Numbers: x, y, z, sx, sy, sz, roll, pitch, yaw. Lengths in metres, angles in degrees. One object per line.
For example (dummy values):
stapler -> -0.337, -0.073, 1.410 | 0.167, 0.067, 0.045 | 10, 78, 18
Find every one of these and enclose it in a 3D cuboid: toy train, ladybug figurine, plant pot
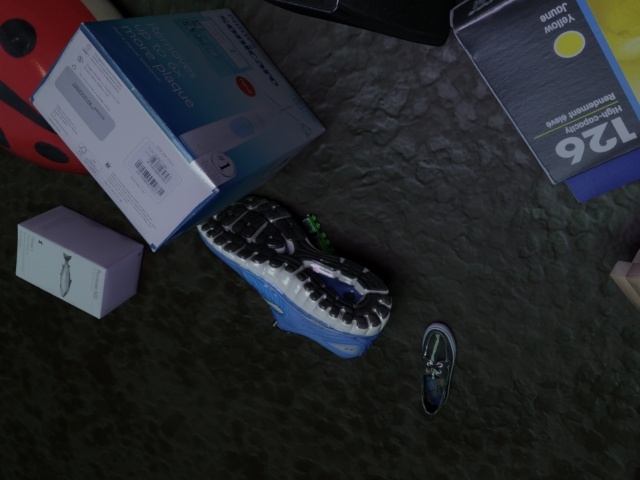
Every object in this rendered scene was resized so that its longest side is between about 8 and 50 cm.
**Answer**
toy train -> 0.000, 0.000, 0.932 | 0.017, 0.024, 0.083 | -25, 99, 30
ladybug figurine -> -0.435, -0.257, 0.936 | 0.449, 0.162, 0.305 | 33, 120, 8
plant pot -> 0.031, -0.313, 0.672 | 0.188, 0.167, 0.187 | 27, 122, 33

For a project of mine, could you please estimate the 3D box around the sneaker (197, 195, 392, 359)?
sneaker -> -0.057, 0.060, 0.915 | 0.330, 0.130, 0.147 | 37, 139, 23

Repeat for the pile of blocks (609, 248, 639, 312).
pile of blocks -> 0.504, 0.099, 0.719 | 0.362, 0.149, 0.112 | 36, 78, -4

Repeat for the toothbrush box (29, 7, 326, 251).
toothbrush box -> -0.151, -0.151, 0.777 | 0.126, 0.295, 0.216 | -37, 92, 30

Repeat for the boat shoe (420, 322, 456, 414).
boat shoe -> 0.169, 0.188, 0.926 | 0.049, 0.040, 0.142 | 6, 114, 22

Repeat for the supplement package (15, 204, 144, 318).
supplement package -> -0.406, 0.033, 1.079 | 0.179, 0.105, 0.105 | 24, 118, 13

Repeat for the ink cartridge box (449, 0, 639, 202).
ink cartridge box -> 0.334, -0.175, 0.613 | 0.304, 0.072, 0.307 | -26, 123, 31
